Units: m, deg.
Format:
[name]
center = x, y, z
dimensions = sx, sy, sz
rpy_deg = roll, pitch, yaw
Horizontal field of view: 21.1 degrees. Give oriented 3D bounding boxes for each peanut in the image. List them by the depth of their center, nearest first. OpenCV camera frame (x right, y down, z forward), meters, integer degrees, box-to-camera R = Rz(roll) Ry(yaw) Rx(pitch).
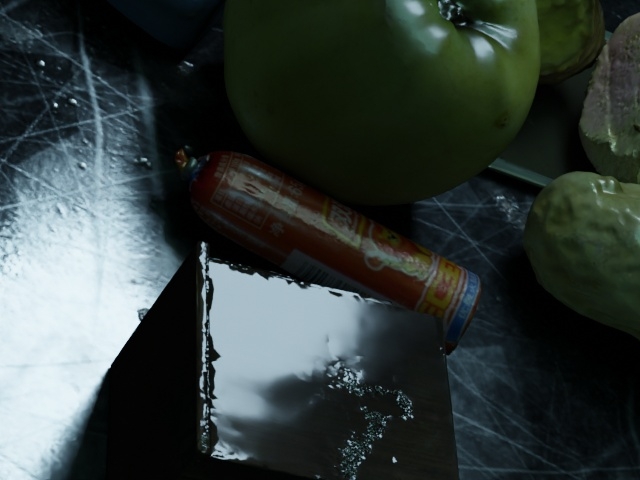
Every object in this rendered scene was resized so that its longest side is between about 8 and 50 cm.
[peanut]
center = 0.323, 0.043, 1.513
dimensions = 0.313, 0.152, 0.152
rpy_deg = 26, 46, -6

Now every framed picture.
[framed picture]
center = 0.219, -0.141, 1.682
dimensions = 0.197, 0.014, 0.252
rpy_deg = 19, 48, -19

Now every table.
[table]
center = -0.030, 0.131, 1.203
dimensions = 0.193, 0.169, 0.172
rpy_deg = 15, 50, -22

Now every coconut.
[coconut]
center = 0.395, -0.112, 1.614
dimensions = 0.245, 0.233, 0.233
rpy_deg = 23, 46, -28

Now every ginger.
[ginger]
center = 0.175, -0.254, 1.601
dimensions = 0.275, 0.130, 0.221
rpy_deg = 59, 11, -34

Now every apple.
[apple]
center = 0.047, -0.156, 1.414
dimensions = 0.262, 0.262, 0.262
rpy_deg = 17, 49, -21

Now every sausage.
[sausage]
center = 0.000, 0.000, 1.394
dimensions = 0.274, 0.074, 0.074
rpy_deg = 27, 46, -10

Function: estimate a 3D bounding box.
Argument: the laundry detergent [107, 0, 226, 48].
[laundry detergent]
center = -0.193, -0.295, 1.483
dimensions = 0.290, 0.094, 0.143
rpy_deg = 36, 51, -3
